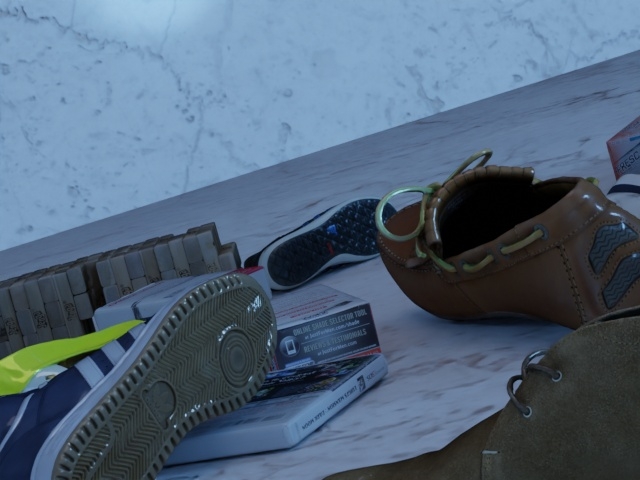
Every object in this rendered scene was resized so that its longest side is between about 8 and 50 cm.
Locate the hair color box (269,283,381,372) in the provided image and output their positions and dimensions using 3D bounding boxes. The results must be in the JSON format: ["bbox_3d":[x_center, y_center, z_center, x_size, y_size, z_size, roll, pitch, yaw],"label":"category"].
[{"bbox_3d":[-0.015,0.081,1.577,0.093,0.053,0.167,-16,6,-12],"label":"hair color box"}]

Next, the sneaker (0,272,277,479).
[{"bbox_3d":[-0.157,0.117,1.324,0.153,0.099,0.282,-11,23,38],"label":"sneaker"}]

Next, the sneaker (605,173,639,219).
[{"bbox_3d":[0.290,-0.002,1.504,0.095,0.090,0.235,-33,10,-21],"label":"sneaker"}]

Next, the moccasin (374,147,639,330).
[{"bbox_3d":[0.139,-0.007,1.500,0.139,0.147,0.380,-40,15,-9],"label":"moccasin"}]

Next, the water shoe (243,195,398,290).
[{"bbox_3d":[0.000,0.000,2.051,0.203,0.073,0.080,-21,7,-34],"label":"water shoe"}]

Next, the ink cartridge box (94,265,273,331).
[{"bbox_3d":[-0.137,0.076,1.817,0.150,0.063,0.109,-10,10,41],"label":"ink cartridge box"}]

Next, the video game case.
[{"bbox_3d":[-0.064,0.136,1.407,0.190,0.022,0.173,-12,9,29],"label":"video game case"}]

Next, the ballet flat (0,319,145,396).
[{"bbox_3d":[-0.219,0.126,1.623,0.077,0.077,0.231,14,24,41],"label":"ballet flat"}]

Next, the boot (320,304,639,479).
[{"bbox_3d":[0.123,0.099,0.952,0.305,0.115,0.112,-14,10,18],"label":"boot"}]

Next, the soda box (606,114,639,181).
[{"bbox_3d":[0.391,-0.113,2.114,0.063,0.058,0.183,-12,9,25],"label":"soda box"}]

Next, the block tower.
[{"bbox_3d":[-0.254,0.065,2.038,0.335,0.091,0.097,-15,7,2],"label":"block tower"}]
